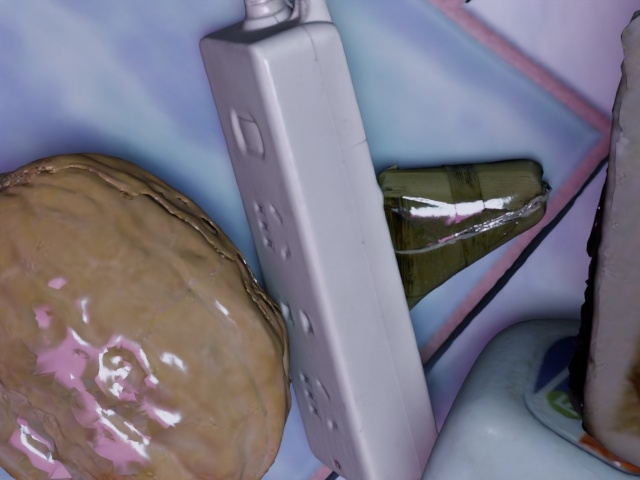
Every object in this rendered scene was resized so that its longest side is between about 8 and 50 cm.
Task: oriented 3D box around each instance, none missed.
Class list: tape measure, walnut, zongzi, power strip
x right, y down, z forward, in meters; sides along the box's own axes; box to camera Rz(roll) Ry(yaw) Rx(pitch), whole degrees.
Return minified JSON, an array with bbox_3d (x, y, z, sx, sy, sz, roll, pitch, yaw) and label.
[{"bbox_3d":[0.182,0.148,0.810,0.246,0.243,0.125,28,113,21],"label":"tape measure"},{"bbox_3d":[-0.128,0.058,0.861,0.245,0.198,0.198,46,113,-1],"label":"walnut"},{"bbox_3d":[0.087,0.006,0.875,0.104,0.052,0.113,-2,124,6],"label":"zongzi"},{"bbox_3d":[0.000,0.000,0.857,0.058,0.098,0.338,-21,109,-19],"label":"power strip"}]

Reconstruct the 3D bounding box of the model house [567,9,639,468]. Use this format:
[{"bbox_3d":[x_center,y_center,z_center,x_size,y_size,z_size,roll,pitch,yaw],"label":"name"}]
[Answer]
[{"bbox_3d":[0.273,-0.036,0.694,0.317,0.282,0.297,24,136,5],"label":"model house"}]
